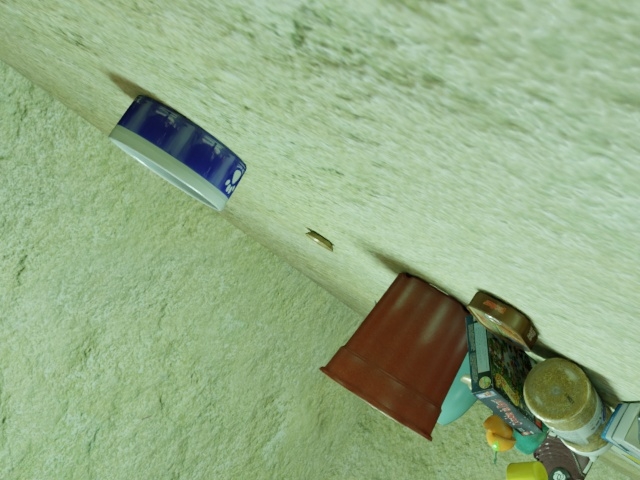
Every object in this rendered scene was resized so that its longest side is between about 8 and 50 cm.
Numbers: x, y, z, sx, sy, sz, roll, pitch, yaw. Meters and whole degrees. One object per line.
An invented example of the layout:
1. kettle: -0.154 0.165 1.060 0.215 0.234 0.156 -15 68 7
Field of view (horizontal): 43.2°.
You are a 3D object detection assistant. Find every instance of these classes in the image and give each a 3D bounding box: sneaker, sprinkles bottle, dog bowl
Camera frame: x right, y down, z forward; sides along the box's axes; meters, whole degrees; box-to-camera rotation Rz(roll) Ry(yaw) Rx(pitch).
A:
1. sneaker: 0.543 0.540 2.047 0.281 0.163 0.106 21 171 31
2. sprinkles bottle: 0.492 0.331 1.572 0.121 0.121 0.355 29 173 35
3. dog bowl: -0.282 -0.173 1.613 0.264 0.104 0.265 32 175 3

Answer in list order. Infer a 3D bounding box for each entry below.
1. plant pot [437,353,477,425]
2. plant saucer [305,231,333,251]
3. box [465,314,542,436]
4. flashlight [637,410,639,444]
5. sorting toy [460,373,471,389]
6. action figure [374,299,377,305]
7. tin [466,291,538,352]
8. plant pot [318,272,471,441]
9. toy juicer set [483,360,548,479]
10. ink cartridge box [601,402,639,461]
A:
1. plant pot: 0.358 0.416 2.458 0.293 0.235 0.293 32 175 3
2. plant saucer: 0.000 0.000 1.982 0.083 0.015 0.083 33 174 4
3. box: 0.351 0.257 1.539 0.044 0.159 0.233 -21 139 28
4. flashlight: 0.567 0.385 1.271 0.103 0.103 0.304 -108 0 -53
5. sorting toy: 0.526 0.429 2.142 0.307 0.041 0.229 23 172 19
6. action figure: 0.252 0.270 2.287 0.275 0.141 0.164 27 -177 36
7. tin: 0.310 0.138 1.372 0.106 0.040 0.189 25 171 29
8. plant pot: 0.180 0.227 1.672 0.272 0.265 0.272 32 174 4
9. toy juicer set: 0.402 0.351 1.688 0.089 0.329 0.209 -29 108 36
10. ink cartridge box: 0.596 0.357 1.438 0.139 0.082 0.191 31 175 13
